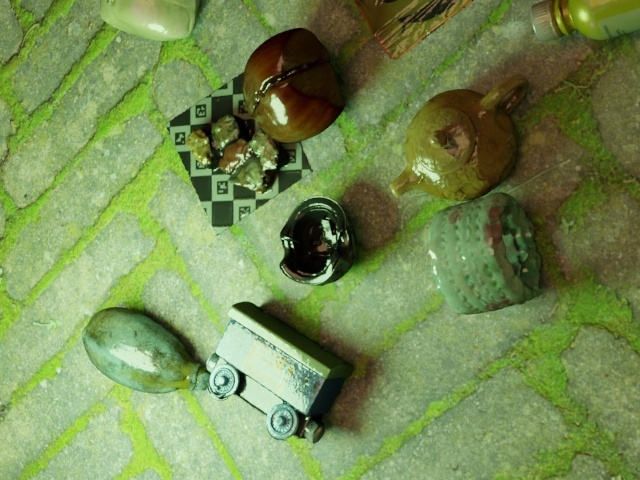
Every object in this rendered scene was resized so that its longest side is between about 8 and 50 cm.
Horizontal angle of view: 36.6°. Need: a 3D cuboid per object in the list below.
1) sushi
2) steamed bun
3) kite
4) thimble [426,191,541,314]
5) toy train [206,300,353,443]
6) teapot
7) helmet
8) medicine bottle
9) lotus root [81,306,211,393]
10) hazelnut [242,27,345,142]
[{"bbox_3d":[-0.193,-0.201,2.049,0.294,0.059,0.292,-32,74,27],"label":"sushi"},{"bbox_3d":[-0.384,-0.530,2.110,0.238,0.152,0.170,18,99,32],"label":"steamed bun"},{"bbox_3d":[0.161,-0.539,1.875,0.327,0.013,0.377,12,96,30],"label":"kite"},{"bbox_3d":[0.292,0.032,1.700,0.149,0.185,0.211,-16,116,31],"label":"thimble"},{"bbox_3d":[-0.090,0.268,1.948,0.299,0.131,0.202,29,96,26],"label":"toy train"},{"bbox_3d":[0.247,-0.182,1.730,0.311,0.167,0.203,-43,69,22],"label":"teapot"},{"bbox_3d":[0.008,0.011,1.905,0.153,0.107,0.177,-7,67,33],"label":"helmet"},{"bbox_3d":[0.467,-0.397,1.632,0.212,0.122,0.122,-13,83,30],"label":"medicine bottle"},{"bbox_3d":[-0.383,0.254,2.106,0.322,0.140,0.158,22,100,26],"label":"lotus root"},{"bbox_3d":[-0.061,-0.300,1.904,0.181,0.181,0.212,-25,87,-6],"label":"hazelnut"}]
